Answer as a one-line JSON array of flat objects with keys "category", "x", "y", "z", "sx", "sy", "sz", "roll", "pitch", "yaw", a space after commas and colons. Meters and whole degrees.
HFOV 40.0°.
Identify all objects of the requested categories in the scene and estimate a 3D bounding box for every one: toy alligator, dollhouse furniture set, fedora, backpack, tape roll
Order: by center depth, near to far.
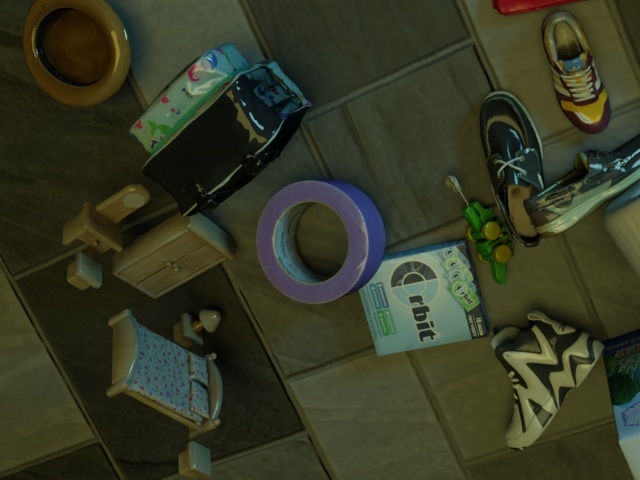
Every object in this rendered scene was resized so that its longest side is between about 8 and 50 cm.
[{"category": "backpack", "x": -0.136, "y": -0.168, "z": 1.275, "sx": 0.225, "sy": 0.253, "sz": 0.191, "roll": -39, "pitch": 91, "yaw": 24}, {"category": "dollhouse furniture set", "x": -0.229, "y": 0.131, "z": 1.327, "sx": 0.173, "sy": 0.356, "sz": 0.303, "roll": -29, "pitch": 137, "yaw": 21}, {"category": "toy alligator", "x": 0.252, "y": -0.025, "z": 1.336, "sx": 0.051, "sy": 0.056, "sz": 0.190, "roll": -30, "pitch": 99, "yaw": -23}, {"category": "tape roll", "x": 0.000, "y": 0.000, "z": 1.361, "sx": 0.188, "sy": 0.080, "sz": 0.189, "roll": 2, "pitch": 95, "yaw": 23}, {"category": "fedora", "x": -0.371, "y": -0.305, "z": 1.379, "sx": 0.194, "sy": 0.079, "sz": 0.195, "roll": 5, "pitch": 106, "yaw": 18}]

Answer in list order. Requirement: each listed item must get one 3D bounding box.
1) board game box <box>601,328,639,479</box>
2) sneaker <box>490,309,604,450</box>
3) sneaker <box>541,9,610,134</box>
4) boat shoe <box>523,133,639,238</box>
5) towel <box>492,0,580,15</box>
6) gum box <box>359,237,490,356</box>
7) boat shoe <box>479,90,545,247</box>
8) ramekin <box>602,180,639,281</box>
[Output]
[{"category": "board game box", "x": 0.550, "y": 0.171, "z": 1.180, "sx": 0.318, "sy": 0.318, "sz": 0.066, "roll": -24, "pitch": 100, "yaw": 18}, {"category": "sneaker", "x": 0.316, "y": 0.208, "z": 1.374, "sx": 0.153, "sy": 0.094, "sz": 0.235, "roll": 37, "pitch": 127, "yaw": 16}, {"category": "sneaker", "x": 0.354, "y": -0.230, "z": 1.226, "sx": 0.069, "sy": 0.084, "sz": 0.186, "roll": -23, "pitch": 100, "yaw": 19}, {"category": "boat shoe", "x": 0.386, "y": -0.093, "z": 1.238, "sx": 0.223, "sy": 0.080, "sz": 0.073, "roll": -38, "pitch": 100, "yaw": 1}, {"category": "towel", "x": 0.321, "y": -0.458, "z": 1.193, "sx": 0.198, "sy": 0.031, "sz": 0.275, "roll": -5, "pitch": 105, "yaw": 14}, {"category": "gum box", "x": 0.160, "y": 0.091, "z": 1.395, "sx": 0.184, "sy": 0.041, "sz": 0.157, "roll": -13, "pitch": 102, "yaw": 18}, {"category": "boat shoe", "x": 0.287, "y": -0.104, "z": 1.286, "sx": 0.084, "sy": 0.079, "sz": 0.233, "roll": -12, "pitch": 102, "yaw": 18}, {"category": "ramekin", "x": 0.508, "y": -0.053, "z": 1.151, "sx": 0.277, "sy": 0.277, "sz": 0.135, "roll": -39, "pitch": 87, "yaw": 21}]
